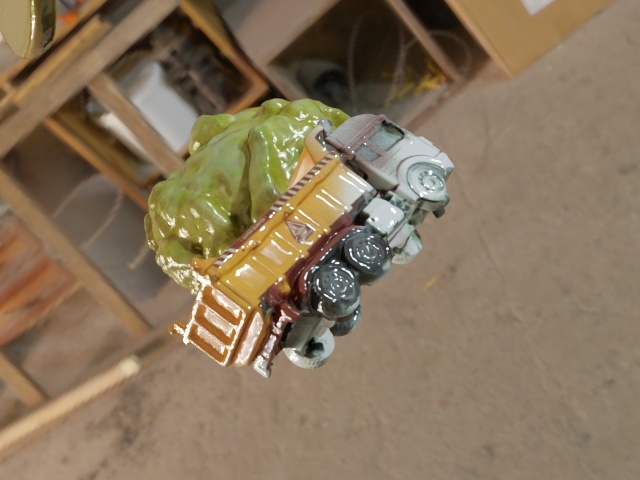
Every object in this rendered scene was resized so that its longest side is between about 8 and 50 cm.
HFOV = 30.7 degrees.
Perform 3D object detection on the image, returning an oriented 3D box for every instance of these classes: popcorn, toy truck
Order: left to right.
[{"bbox_3d":[-0.064,-0.042,1.211,0.256,0.195,0.255,-38,17,7],"label":"popcorn"},{"bbox_3d":[0.000,0.000,0.983,0.270,0.135,0.114,-45,-12,-40],"label":"toy truck"}]

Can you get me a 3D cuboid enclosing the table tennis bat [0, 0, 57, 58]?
[{"bbox_3d":[-0.241,-0.277,0.818,0.050,0.198,0.320,-14,70,-21],"label":"table tennis bat"}]
